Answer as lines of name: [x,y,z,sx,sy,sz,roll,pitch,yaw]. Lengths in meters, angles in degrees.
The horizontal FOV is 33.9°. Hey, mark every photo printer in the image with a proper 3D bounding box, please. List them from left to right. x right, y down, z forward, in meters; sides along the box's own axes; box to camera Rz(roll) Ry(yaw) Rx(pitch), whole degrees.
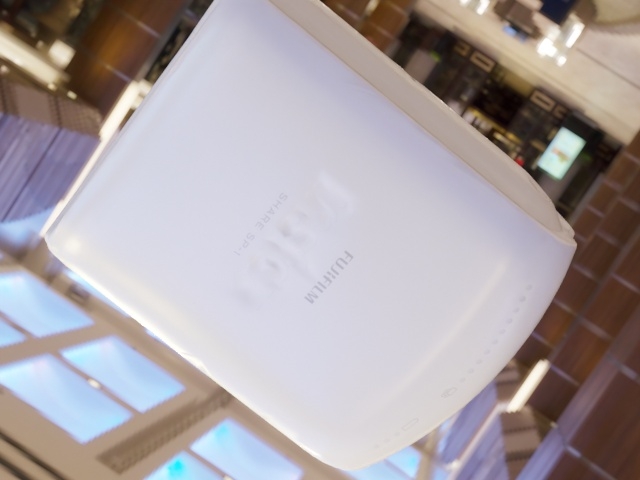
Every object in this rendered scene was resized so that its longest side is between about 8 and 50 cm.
photo printer: [0.000,0.000,0.728,0.307,0.256,0.107,39,-161,-6]
